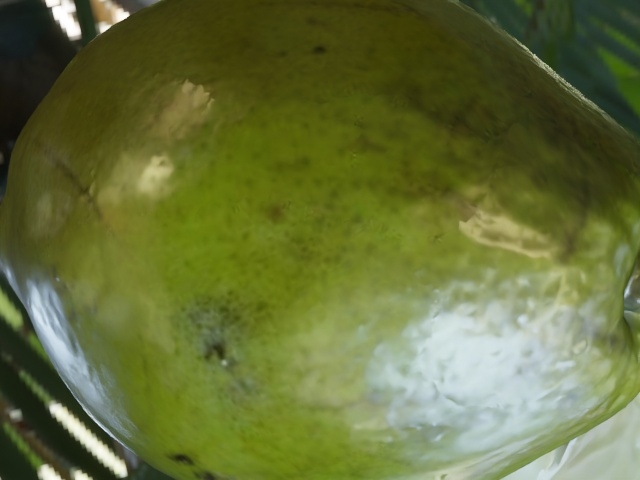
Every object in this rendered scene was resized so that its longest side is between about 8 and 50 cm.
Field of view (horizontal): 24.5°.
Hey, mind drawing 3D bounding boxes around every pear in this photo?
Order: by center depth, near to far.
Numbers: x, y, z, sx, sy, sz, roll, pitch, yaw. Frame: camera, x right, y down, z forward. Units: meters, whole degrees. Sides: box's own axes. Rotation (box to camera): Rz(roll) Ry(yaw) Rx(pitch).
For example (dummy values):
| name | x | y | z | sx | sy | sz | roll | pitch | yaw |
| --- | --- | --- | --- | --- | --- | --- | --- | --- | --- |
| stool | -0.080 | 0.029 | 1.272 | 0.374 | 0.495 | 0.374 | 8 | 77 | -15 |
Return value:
| name | x | y | z | sx | sy | sz | roll | pitch | yaw |
| --- | --- | --- | --- | --- | --- | --- | --- | --- | --- |
| pear | 0.000 | 0.000 | 0.547 | 0.269 | 0.212 | 0.212 | 13 | -155 | 33 |

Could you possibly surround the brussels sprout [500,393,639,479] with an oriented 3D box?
| name | x | y | z | sx | sy | sz | roll | pitch | yaw |
| --- | --- | --- | --- | --- | --- | --- | --- | --- | --- |
| brussels sprout | 0.100 | 0.103 | 0.899 | 0.328 | 0.328 | 0.247 | -16 | -152 | -22 |
